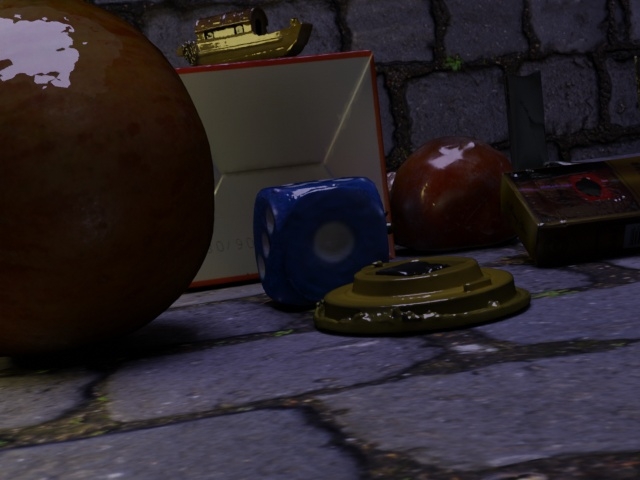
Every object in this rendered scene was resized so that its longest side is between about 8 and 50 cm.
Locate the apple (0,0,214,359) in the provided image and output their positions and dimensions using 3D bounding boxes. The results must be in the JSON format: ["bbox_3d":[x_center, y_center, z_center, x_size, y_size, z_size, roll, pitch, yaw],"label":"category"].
[{"bbox_3d":[-0.292,-0.067,1.202,0.333,0.400,0.400,-7,4,-43],"label":"apple"}]

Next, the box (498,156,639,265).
[{"bbox_3d":[0.375,-0.045,1.475,0.240,0.071,0.159,-7,34,-6],"label":"box"}]

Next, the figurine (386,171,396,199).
[{"bbox_3d":[0.113,-0.096,2.319,0.125,0.125,0.138,-10,22,-32],"label":"figurine"}]

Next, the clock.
[{"bbox_3d":[0.104,0.051,1.174,0.237,0.057,0.237,-7,7,1],"label":"clock"}]

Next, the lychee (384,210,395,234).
[{"bbox_3d":[0.032,-0.007,1.542,0.146,0.114,0.114,-20,4,9],"label":"lychee"}]

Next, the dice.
[{"bbox_3d":[0.000,0.000,1.348,0.143,0.147,0.146,-6,5,-17],"label":"dice"}]

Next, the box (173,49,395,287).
[{"bbox_3d":[-0.098,-0.109,1.693,0.348,0.319,0.257,-9,6,-13],"label":"box"}]

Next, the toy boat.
[{"bbox_3d":[-0.118,-0.312,1.708,0.226,0.088,0.068,-6,3,29],"label":"toy boat"}]

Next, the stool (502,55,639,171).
[{"bbox_3d":[0.474,-0.178,1.949,0.243,0.270,0.170,-4,7,32],"label":"stool"}]

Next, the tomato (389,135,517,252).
[{"bbox_3d":[0.207,-0.083,1.715,0.214,0.155,0.181,-10,30,-8],"label":"tomato"}]
